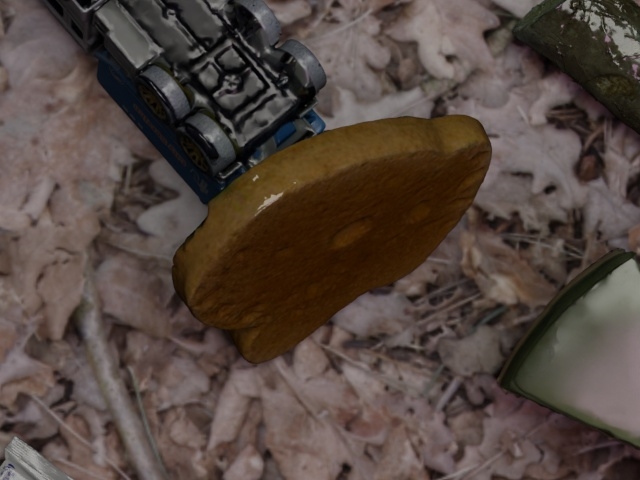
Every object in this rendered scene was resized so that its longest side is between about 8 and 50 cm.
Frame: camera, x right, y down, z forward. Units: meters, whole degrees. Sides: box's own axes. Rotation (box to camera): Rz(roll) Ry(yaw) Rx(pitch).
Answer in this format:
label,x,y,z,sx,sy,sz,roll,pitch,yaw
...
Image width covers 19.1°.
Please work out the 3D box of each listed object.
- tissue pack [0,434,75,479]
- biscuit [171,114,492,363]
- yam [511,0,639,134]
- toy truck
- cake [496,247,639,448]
label,x,y,z,sx,sy,sz,roll,pitch,yaw
tissue pack,-0.285,0.289,1.722,0.123,0.026,0.193,35,73,1
biscuit,-0.001,-0.001,1.738,0.344,0.287,0.057,-15,56,-41
yam,0.294,-0.190,1.911,0.183,0.107,0.107,42,73,0
toy truck,-0.127,-0.170,1.790,0.146,0.175,0.367,-38,86,-18
cake,0.291,0.171,1.782,0.172,0.158,0.283,-33,90,3
